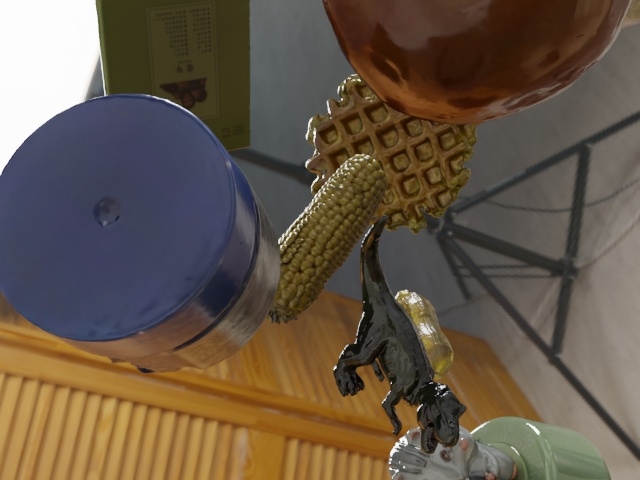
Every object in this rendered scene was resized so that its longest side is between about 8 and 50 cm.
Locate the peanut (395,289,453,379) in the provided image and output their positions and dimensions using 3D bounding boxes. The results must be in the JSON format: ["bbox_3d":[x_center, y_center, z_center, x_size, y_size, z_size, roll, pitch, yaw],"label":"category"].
[{"bbox_3d":[0.180,0.169,1.634,0.087,0.087,0.206,-60,29,27],"label":"peanut"}]

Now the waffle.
[{"bbox_3d":[0.125,-0.174,1.681,0.068,0.325,0.302,-19,-50,-74],"label":"waffle"}]

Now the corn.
[{"bbox_3d":[0.000,0.000,1.451,0.317,0.115,0.115,-51,21,-9],"label":"corn"}]

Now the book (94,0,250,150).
[{"bbox_3d":[-0.221,-0.288,1.385,0.035,0.239,0.352,41,137,48],"label":"book"}]

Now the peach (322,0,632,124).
[{"bbox_3d":[0.150,-0.294,0.955,0.302,0.343,0.342,-23,48,29],"label":"peach"}]

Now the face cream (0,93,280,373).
[{"bbox_3d":[-0.178,0.007,0.931,0.225,0.249,0.248,62,-143,-68],"label":"face cream"}]

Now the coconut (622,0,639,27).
[{"bbox_3d":[0.435,-0.424,1.298,0.244,0.239,0.239,172,114,-81],"label":"coconut"}]

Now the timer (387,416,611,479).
[{"bbox_3d":[0.242,0.381,1.391,0.291,0.315,0.290,-40,35,35],"label":"timer"}]

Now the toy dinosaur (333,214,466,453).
[{"bbox_3d":[0.093,0.089,0.833,0.187,0.087,0.179,46,125,23],"label":"toy dinosaur"}]
